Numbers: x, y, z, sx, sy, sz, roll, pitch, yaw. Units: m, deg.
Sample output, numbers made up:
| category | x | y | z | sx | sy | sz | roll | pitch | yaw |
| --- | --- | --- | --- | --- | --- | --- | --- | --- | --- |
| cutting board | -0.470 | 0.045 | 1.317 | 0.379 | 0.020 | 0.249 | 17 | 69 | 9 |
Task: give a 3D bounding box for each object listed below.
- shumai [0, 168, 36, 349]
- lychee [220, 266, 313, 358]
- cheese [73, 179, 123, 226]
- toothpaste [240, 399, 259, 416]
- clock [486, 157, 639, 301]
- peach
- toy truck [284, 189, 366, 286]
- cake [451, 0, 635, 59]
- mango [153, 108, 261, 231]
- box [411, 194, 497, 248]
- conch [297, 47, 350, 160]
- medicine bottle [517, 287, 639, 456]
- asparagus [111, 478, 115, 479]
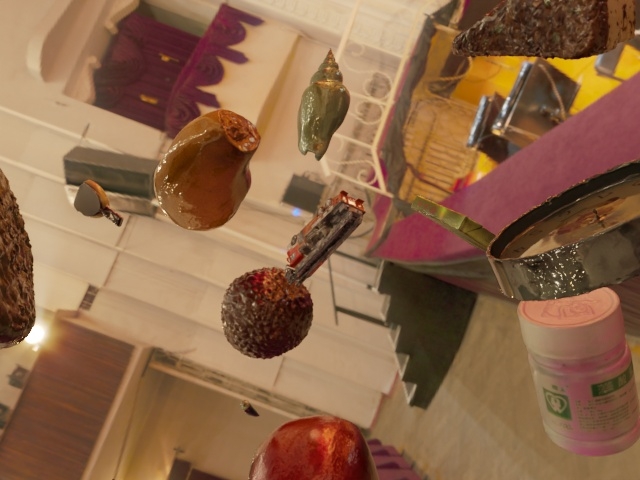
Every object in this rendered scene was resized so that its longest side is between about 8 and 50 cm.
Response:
| category | x | y | z | sx | sy | sz | roll | pitch | yaw |
| --- | --- | --- | --- | --- | --- | --- | --- | --- | --- |
| shumai | -0.617 | 0.026 | 0.762 | 0.397 | 0.323 | 0.325 | 134 | 123 | -70 |
| lychee | -0.139 | 0.194 | 1.400 | 0.260 | 0.260 | 0.261 | 20 | -90 | -89 |
| cheese | -0.544 | -0.083 | 1.304 | 0.036 | 0.162 | 0.087 | 9 | -70 | -63 |
| toothpaste | -0.136 | 0.319 | 0.995 | 0.083 | 0.027 | 0.019 | 74 | -154 | -55 |
| clock | 0.368 | -0.025 | 0.699 | 0.312 | 0.062 | 0.312 | -31 | 4 | 2 |
| peach | -0.012 | 0.457 | 0.952 | 0.245 | 0.248 | 0.275 | -54 | 3 | 32 |
| toy truck | 0.000 | 0.000 | 0.380 | 0.083 | 0.024 | 0.032 | -44 | 39 | 35 |
| cake | 0.312 | -0.288 | 0.753 | 0.112 | 0.135 | 0.246 | -19 | -3 | -33 |
| mango | -0.222 | -0.122 | 1.006 | 0.359 | 0.186 | 0.144 | 121 | 136 | -62 |
| box | 0.388 | -0.020 | 1.365 | 0.173 | 0.311 | 0.043 | 35 | 98 | 51 |
| conch | -0.004 | -0.191 | 0.735 | 0.065 | 0.088 | 0.180 | 33 | -117 | -50 |
| medicine bottle | 0.576 | 0.281 | 1.169 | 0.212 | 0.211 | 0.326 | -66 | -40 | -71 |
| asparagus | -0.276 | 0.419 | 0.759 | 0.016 | 0.013 | 0.166 | -172 | 66 | -71 |
